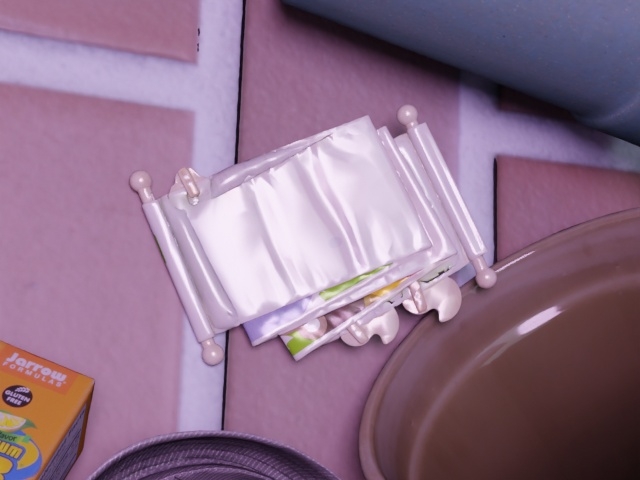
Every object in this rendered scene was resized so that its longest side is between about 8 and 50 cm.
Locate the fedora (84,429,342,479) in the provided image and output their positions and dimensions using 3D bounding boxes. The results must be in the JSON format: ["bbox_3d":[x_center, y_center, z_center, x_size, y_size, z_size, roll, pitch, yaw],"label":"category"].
[{"bbox_3d":[-0.041,0.241,0.606,0.243,0.124,0.275,-11,85,-23],"label":"fedora"}]

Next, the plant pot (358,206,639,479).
[{"bbox_3d":[0.229,0.176,0.746,0.323,0.323,0.280,-39,111,-22],"label":"plant pot"}]

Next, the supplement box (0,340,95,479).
[{"bbox_3d":[-0.210,0.162,0.613,0.078,0.080,0.233,21,36,2],"label":"supplement box"}]

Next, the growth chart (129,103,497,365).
[{"bbox_3d":[0.000,0.000,0.794,0.237,0.021,0.172,-17,89,-10],"label":"growth chart"}]

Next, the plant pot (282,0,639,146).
[{"bbox_3d":[0.158,-0.250,0.780,0.334,0.341,0.341,13,76,-9],"label":"plant pot"}]
